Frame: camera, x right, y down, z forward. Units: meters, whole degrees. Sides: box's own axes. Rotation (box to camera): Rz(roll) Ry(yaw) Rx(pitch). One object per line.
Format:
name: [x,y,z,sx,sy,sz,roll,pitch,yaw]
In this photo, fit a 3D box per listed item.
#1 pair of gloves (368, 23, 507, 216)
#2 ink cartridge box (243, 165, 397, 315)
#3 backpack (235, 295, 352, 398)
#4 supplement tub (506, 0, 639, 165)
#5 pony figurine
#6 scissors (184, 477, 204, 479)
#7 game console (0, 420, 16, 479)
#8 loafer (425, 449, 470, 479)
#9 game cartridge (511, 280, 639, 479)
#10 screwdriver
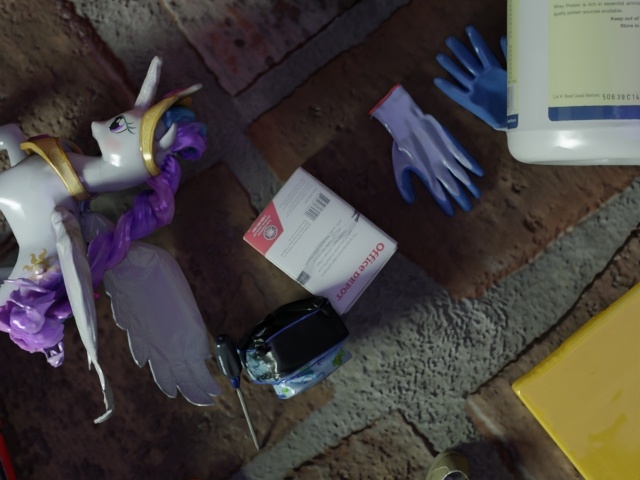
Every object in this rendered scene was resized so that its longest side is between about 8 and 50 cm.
pair of gloves: [0.150,-0.125,1.784,0.198,0.023,0.159,-40,93,-1]
ink cartridge box: [0.000,0.000,1.766,0.135,0.056,0.099,39,91,-3]
backpack: [-0.031,0.115,1.740,0.105,0.114,0.084,-33,100,-21]
supplement tub: [0.305,-0.240,1.677,0.235,0.235,0.324,0,91,-2]
pony figurine: [-0.265,0.016,1.673,0.364,0.303,0.351,-12,84,13]
scissors: [-0.064,0.380,1.795,0.297,0.021,0.109,44,62,-15]
game console: [-0.472,0.342,1.715,0.387,0.060,0.342,-15,92,15]
loafer: [0.122,0.298,1.788,0.056,0.050,0.148,15,92,-3]
game cartridge: [0.418,0.166,1.800,0.324,0.052,0.285,-39,94,2]
screwdriver: [-0.087,0.163,1.749,0.025,0.024,0.170,-1,131,10]
